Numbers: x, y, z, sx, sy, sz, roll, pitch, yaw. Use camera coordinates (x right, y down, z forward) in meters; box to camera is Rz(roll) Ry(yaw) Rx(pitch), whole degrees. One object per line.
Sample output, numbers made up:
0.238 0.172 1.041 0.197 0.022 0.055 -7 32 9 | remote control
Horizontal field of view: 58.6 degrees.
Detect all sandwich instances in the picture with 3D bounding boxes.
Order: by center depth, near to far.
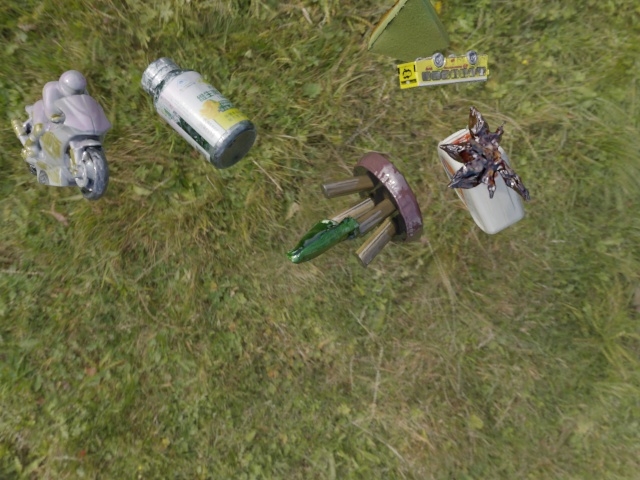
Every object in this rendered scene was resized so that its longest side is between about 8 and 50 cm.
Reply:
0.276 -0.589 1.576 0.212 0.245 0.063 8 71 -23 | sandwich

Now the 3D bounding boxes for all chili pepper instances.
-0.001 -0.003 1.274 0.216 0.108 0.062 -26 104 -45 | chili pepper

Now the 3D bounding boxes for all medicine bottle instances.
-0.299 -0.313 1.375 0.293 0.141 0.141 42 88 11 | medicine bottle

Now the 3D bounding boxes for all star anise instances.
0.308 -0.155 1.119 0.157 0.053 0.212 -17 90 -1 | star anise

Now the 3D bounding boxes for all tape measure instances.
0.396 -0.161 1.411 0.130 0.265 0.258 -31 133 10 | tape measure

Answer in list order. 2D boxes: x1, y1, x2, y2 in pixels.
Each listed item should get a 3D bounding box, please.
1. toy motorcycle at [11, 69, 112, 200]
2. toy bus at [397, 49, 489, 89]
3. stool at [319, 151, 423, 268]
-0.328 -0.142 0.732 0.073 0.225 0.152 -7 110 -45 | toy motorcycle
0.293 -0.403 1.344 0.226 0.081 0.074 -14 103 -30 | toy bus
0.130 -0.081 1.526 0.179 0.272 0.272 -31 107 -12 | stool
